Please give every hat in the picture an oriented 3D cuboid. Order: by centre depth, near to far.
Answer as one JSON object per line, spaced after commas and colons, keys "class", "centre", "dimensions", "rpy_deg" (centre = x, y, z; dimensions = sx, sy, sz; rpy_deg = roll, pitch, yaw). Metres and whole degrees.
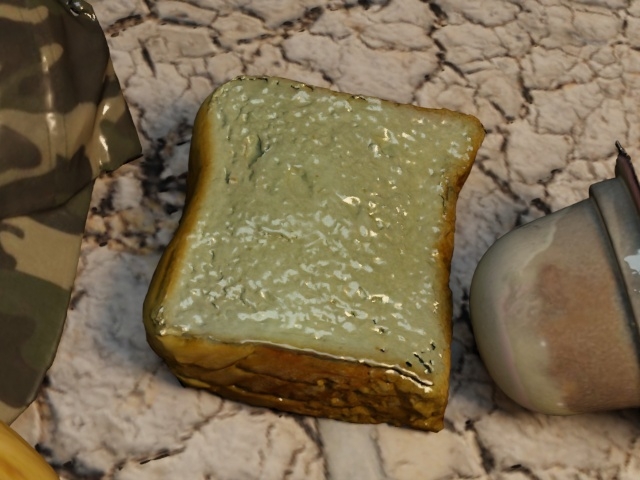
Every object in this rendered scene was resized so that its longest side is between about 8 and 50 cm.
{"class": "hat", "centre": [-0.316, -0.052, 0.905], "dimensions": [0.366, 0.257, 0.381], "rpy_deg": [0, 38, -3]}

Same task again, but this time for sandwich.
{"class": "sandwich", "centre": [0.000, 0.000, 0.961], "dimensions": [0.226, 0.087, 0.251], "rpy_deg": [9, 57, 1]}

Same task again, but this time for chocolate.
{"class": "chocolate", "centre": [0.181, 0.055, 0.914], "dimensions": [0.147, 0.221, 0.221], "rpy_deg": [-21, 57, 15]}

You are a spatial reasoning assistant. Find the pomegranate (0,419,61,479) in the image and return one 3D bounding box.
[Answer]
{"class": "pomegranate", "centre": [-0.241, 0.223, 0.637], "dimensions": [0.410, 0.410, 0.410], "rpy_deg": [3, 57, -4]}
